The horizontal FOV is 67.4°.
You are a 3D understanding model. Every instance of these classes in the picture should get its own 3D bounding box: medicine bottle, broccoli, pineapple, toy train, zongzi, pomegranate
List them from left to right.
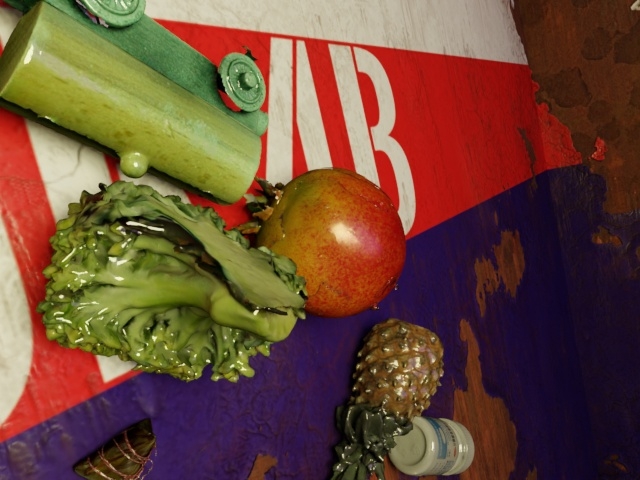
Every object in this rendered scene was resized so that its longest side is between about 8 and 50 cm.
[{"bbox_3d":[-0.190,0.212,0.485,0.067,0.073,0.083,44,50,-13],"label":"zongzi"},{"bbox_3d":[-0.185,-0.152,0.512,0.307,0.126,0.189,25,74,-46],"label":"toy train"},{"bbox_3d":[-0.136,0.070,0.463,0.242,0.273,0.180,20,103,-45],"label":"broccoli"},{"bbox_3d":[0.000,0.000,0.649,0.235,0.210,0.210,25,59,-3],"label":"pomegranate"},{"bbox_3d":[0.099,0.289,0.775,0.310,0.141,0.170,-64,155,-23],"label":"pineapple"},{"bbox_3d":[0.208,0.384,0.900,0.168,0.105,0.105,27,64,-44],"label":"medicine bottle"}]
